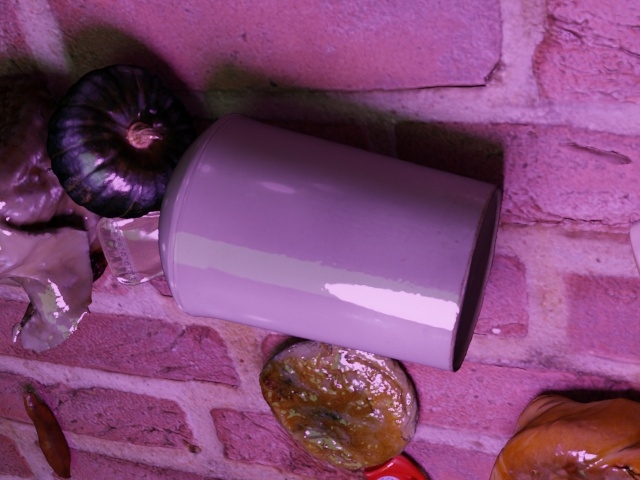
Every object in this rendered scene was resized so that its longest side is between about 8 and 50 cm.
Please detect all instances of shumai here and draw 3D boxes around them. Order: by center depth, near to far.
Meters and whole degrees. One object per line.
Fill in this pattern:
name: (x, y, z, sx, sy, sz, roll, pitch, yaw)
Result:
shumai: (-0.479, -0.028, 1.633, 0.395, 0.395, 0.348, -11, 141, 36)

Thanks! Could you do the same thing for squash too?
squash: (-0.276, -0.139, 1.468, 0.218, 0.218, 0.172, 36, 169, -1)

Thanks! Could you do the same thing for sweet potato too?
sweet potato: (-0.563, 0.404, 2.183, 0.057, 0.057, 0.265, 7, 128, 25)

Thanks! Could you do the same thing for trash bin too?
trash bin: (0.000, 0.000, 1.380, 0.431, 0.280, 0.280, 14, 131, 16)

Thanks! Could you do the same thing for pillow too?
pillow: (-0.219, 0.000, 1.572, 0.217, 0.033, 0.130, -10, 122, 3)

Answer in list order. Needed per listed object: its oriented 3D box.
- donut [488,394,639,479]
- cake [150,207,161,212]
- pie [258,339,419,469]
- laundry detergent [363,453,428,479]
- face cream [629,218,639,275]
donut: (0.416, 0.385, 1.528, 0.360, 0.170, 0.360, 18, 130, 23)
cake: (-0.215, -0.023, 1.599, 0.184, 0.116, 0.080, 17, 131, 24)
pie: (0.032, 0.268, 1.713, 0.276, 0.078, 0.277, 16, 134, 17)
laundry detergent: (0.154, 0.431, 1.799, 0.097, 0.049, 0.165, -30, 110, 39)
face cream: (0.515, -0.013, 1.201, 0.173, 0.081, 0.348, 47, 134, -11)
